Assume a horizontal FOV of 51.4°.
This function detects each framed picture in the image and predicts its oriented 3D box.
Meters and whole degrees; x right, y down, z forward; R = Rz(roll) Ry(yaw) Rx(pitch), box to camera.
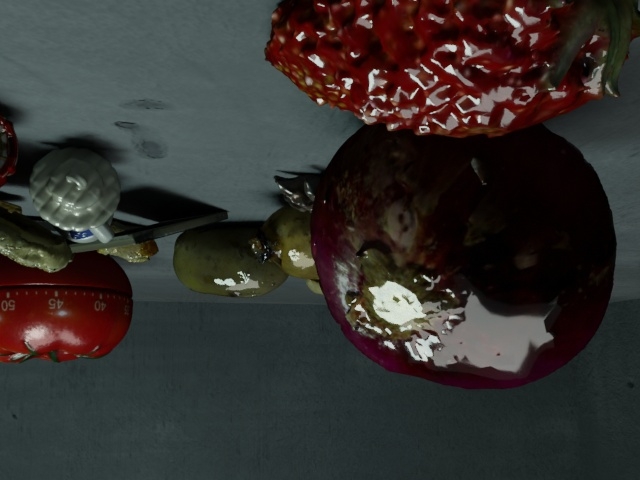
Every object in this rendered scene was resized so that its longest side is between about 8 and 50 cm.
[{"bbox_3d":[-0.314,-0.019,1.210,0.189,0.023,0.260,-7,-172,30],"label":"framed picture"}]

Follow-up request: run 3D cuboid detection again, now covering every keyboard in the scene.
[{"bbox_3d":[-0.542,-0.034,1.346,0.196,0.015,0.074,3,164,-18],"label":"keyboard"}]

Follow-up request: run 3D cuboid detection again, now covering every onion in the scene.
[{"bbox_3d":[0.184,-0.022,0.794,0.347,0.348,0.385,-10,-160,41],"label":"onion"}]

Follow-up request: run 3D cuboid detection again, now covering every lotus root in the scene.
[{"bbox_3d":[0.000,0.000,1.200,0.284,0.146,0.160,-3,156,-36],"label":"lotus root"}]

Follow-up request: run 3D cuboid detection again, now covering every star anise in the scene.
[{"bbox_3d":[0.020,-0.068,1.055,0.182,0.065,0.195,2,178,16],"label":"star anise"}]

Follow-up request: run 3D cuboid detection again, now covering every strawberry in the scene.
[{"bbox_3d":[0.097,-0.136,0.544,0.306,0.138,0.233,-13,164,43],"label":"strawberry"}]

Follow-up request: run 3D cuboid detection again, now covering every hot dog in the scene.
[{"bbox_3d":[-0.412,-0.001,1.371,0.061,0.078,0.169,11,172,36],"label":"hot dog"}]

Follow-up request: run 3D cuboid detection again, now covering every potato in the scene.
[{"bbox_3d":[-0.188,0.043,1.390,0.262,0.165,0.165,1,170,20],"label":"potato"}]

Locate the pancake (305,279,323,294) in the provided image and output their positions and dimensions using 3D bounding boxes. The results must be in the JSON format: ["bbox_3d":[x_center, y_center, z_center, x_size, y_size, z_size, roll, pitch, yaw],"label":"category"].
[{"bbox_3d":[0.148,0.048,1.373,0.356,0.065,0.356,-15,-165,4],"label":"pancake"}]

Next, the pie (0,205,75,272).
[{"bbox_3d":[-0.484,-0.036,0.957,0.274,0.055,0.274,29,176,2],"label":"pie"}]

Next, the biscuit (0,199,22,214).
[{"bbox_3d":[-0.639,-0.059,1.161,0.225,0.036,0.166,-2,168,24],"label":"biscuit"}]

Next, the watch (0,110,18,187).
[{"bbox_3d":[-0.491,-0.107,0.774,0.268,0.102,0.165,0,-176,6],"label":"watch"}]

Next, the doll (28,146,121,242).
[{"bbox_3d":[-0.358,-0.056,0.980,0.119,0.138,0.293,-44,-173,-21],"label":"doll"}]

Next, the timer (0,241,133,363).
[{"bbox_3d":[-0.641,0.147,1.583,0.377,0.279,0.378,-1,166,0],"label":"timer"}]
